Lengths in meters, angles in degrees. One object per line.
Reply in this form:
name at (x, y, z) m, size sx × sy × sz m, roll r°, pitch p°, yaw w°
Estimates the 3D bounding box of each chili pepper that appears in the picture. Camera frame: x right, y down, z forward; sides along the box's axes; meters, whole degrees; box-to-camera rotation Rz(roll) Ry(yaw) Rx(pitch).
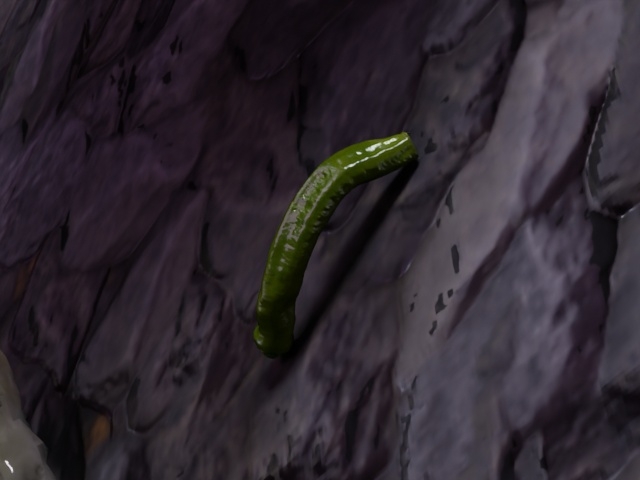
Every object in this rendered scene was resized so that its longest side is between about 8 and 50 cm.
chili pepper at (0.000, 0.000, 0.596) m, size 0.017 × 0.030 × 0.083 m, roll 43°, pitch 110°, yaw 47°

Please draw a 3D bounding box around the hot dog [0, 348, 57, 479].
hot dog at (-0.350, 0.088, 0.655) m, size 0.365 × 0.367 × 0.196 m, roll -25°, pitch 62°, yaw 28°
